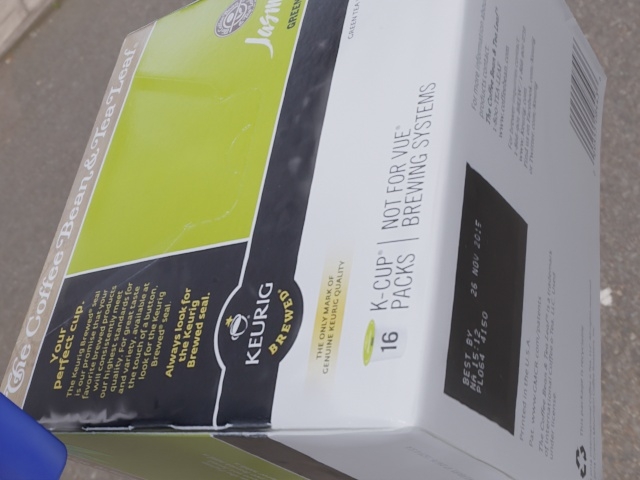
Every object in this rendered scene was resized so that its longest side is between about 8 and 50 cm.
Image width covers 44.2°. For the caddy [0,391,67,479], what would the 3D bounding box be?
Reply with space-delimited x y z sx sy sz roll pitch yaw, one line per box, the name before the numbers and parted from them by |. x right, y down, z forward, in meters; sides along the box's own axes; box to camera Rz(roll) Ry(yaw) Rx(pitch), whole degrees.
caddy | -0.260 0.166 0.312 0.341 0.179 0.241 -49 22 -2

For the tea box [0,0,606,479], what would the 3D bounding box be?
tea box | 0.000 0.000 0.535 0.323 0.220 0.329 -9 58 36
